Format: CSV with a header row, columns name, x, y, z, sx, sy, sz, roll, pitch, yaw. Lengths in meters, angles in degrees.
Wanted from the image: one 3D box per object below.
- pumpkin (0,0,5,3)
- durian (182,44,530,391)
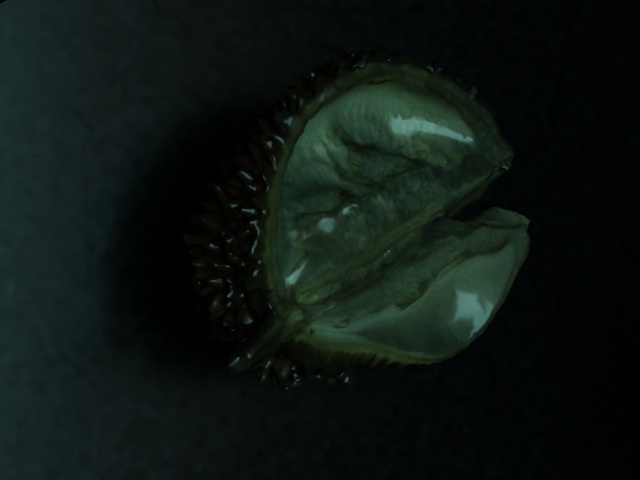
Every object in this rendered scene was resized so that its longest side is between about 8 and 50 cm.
name,x,y,z,sx,sy,sz,roll,pitch,yaw
pumpkin,-0.132,-0.158,0.489,0.219,0.162,0.219,0,89,-31
durian,0.000,0.002,0.597,0.140,0.071,0.110,-41,111,-37
